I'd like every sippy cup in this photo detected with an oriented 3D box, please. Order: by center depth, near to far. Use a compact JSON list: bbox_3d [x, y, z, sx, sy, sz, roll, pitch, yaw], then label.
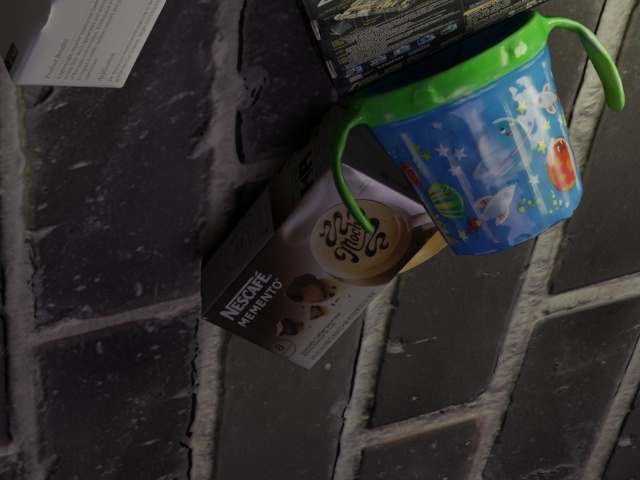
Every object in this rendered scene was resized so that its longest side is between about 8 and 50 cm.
[{"bbox_3d":[0.182,-0.112,2.152,0.305,0.224,0.240,-18,-166,29],"label":"sippy cup"}]

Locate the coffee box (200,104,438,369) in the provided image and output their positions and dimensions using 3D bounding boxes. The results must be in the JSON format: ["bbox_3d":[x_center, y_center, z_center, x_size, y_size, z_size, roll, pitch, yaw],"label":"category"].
[{"bbox_3d":[0.000,0.000,2.327,0.168,0.119,0.297,28,123,-23],"label":"coffee box"}]

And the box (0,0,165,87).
[{"bbox_3d":[-0.234,-0.267,1.793,0.119,0.182,0.181,-1,140,-35],"label":"box"}]

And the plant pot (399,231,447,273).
[{"bbox_3d":[0.085,-0.030,2.463,0.236,0.032,0.236,-17,145,-12],"label":"plant pot"}]

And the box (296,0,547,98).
[{"bbox_3d":[0.160,-0.312,1.992,0.395,0.097,0.318,-25,166,2],"label":"box"}]
